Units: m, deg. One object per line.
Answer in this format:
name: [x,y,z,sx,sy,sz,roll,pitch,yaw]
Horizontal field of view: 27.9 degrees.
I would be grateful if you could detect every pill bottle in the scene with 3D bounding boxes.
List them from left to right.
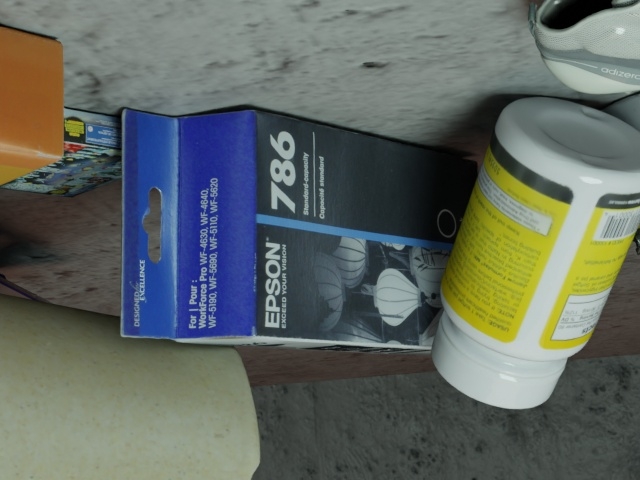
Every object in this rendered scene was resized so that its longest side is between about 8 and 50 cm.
pill bottle: [0.156,0.012,0.937,0.119,0.208,0.119,13,-150,-7]

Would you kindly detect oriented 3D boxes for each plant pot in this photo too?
plant pot: [-0.218,0.168,0.907,0.305,0.334,0.334,5,166,-22]

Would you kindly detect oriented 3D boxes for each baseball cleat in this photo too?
baseball cleat: [0.214,-0.122,0.678,0.206,0.072,0.109,-12,160,19]

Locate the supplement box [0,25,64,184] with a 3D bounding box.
supplement box: [-0.251,-0.063,0.797,0.078,0.080,0.233,8,162,-43]

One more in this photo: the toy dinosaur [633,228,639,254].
toy dinosaur: [0.376,-0.004,1.265,0.118,0.064,0.268,-19,-177,3]

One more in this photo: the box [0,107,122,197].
box: [-0.187,-0.062,0.947,0.094,0.027,0.137,7,164,-41]

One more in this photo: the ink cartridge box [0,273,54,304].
ink cartridge box: [-0.434,0.039,1.285,0.307,0.072,0.303,-7,167,5]

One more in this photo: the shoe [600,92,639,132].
shoe: [0.246,-0.071,0.976,0.081,0.063,0.178,2,173,-34]

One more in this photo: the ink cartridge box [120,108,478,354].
ink cartridge box: [0.000,0.000,0.968,0.333,0.165,0.065,6,170,-44]
